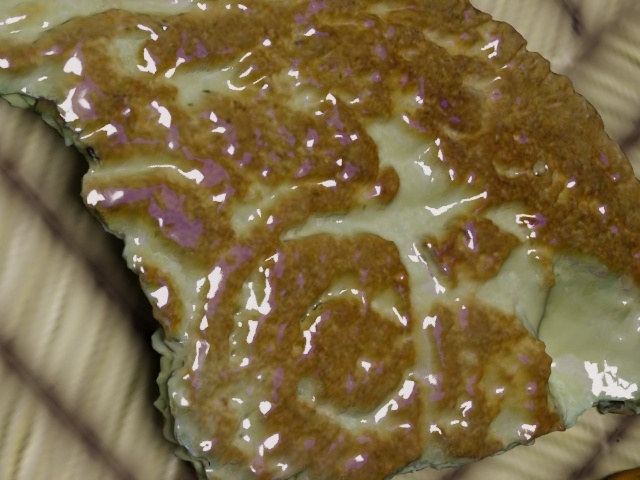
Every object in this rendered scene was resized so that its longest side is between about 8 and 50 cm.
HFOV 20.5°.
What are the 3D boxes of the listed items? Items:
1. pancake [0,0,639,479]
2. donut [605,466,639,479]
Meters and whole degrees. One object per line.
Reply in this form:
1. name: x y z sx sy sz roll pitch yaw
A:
1. pancake: -0.002 -0.001 0.608 0.377 0.054 0.197 30 77 -25
2. donut: 0.166 0.202 0.642 0.278 0.108 0.277 8 66 -19
